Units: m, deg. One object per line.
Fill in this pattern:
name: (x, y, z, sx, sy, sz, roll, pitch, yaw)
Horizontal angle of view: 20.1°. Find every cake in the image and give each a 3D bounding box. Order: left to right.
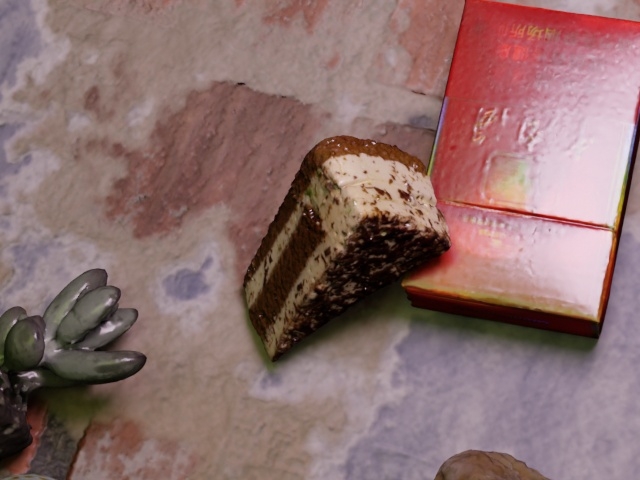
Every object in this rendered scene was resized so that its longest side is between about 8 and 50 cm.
cake: (-0.011, 0.004, 1.745, 0.246, 0.135, 0.112, -33, 54, 25)

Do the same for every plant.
plant: (-0.311, 0.127, 1.804, 0.274, 0.149, 0.146, -29, 71, -2)

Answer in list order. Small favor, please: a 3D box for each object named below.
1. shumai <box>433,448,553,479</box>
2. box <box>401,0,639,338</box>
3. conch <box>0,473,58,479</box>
shumai: (0.156, 0.391, 1.653, 0.283, 0.217, 0.346, -48, 58, 24)
box: (0.211, -0.074, 1.797, 0.197, 0.089, 0.313, 10, 76, 12)
conch: (-0.283, 0.280, 1.750, 0.135, 0.102, 0.153, 11, 45, 2)
